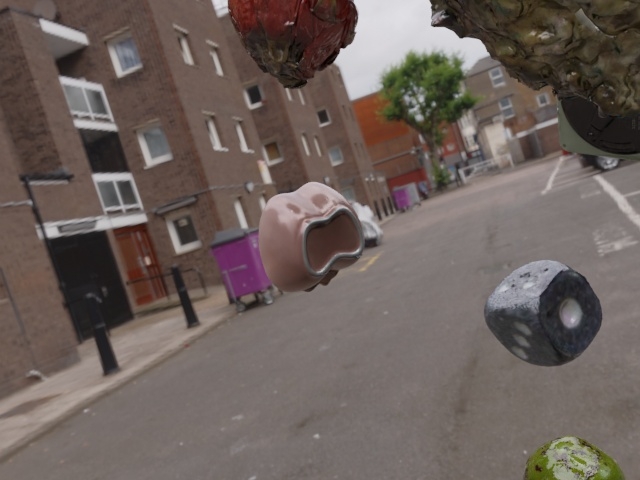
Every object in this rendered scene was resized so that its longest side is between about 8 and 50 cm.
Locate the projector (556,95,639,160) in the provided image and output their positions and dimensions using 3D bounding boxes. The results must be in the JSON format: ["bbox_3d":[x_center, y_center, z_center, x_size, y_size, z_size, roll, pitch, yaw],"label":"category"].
[{"bbox_3d":[0.564,-0.276,1.118,0.079,0.257,0.259,-32,31,-27],"label":"projector"}]

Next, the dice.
[{"bbox_3d":[0.499,0.163,1.345,0.181,0.182,0.183,-43,9,-23],"label":"dice"}]

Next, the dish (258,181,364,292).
[{"bbox_3d":[0.000,0.000,1.065,0.213,0.213,0.090,-19,14,-33],"label":"dish"}]

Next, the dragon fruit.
[{"bbox_3d":[-0.056,-0.329,0.964,0.219,0.148,0.224,16,-3,-14],"label":"dragon fruit"}]

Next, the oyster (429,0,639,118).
[{"bbox_3d":[0.154,-0.158,0.378,0.092,0.260,0.198,-60,-2,-7],"label":"oyster"}]

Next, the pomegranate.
[{"bbox_3d":[0.496,0.506,1.164,0.198,0.198,0.246,-17,27,23],"label":"pomegranate"}]
